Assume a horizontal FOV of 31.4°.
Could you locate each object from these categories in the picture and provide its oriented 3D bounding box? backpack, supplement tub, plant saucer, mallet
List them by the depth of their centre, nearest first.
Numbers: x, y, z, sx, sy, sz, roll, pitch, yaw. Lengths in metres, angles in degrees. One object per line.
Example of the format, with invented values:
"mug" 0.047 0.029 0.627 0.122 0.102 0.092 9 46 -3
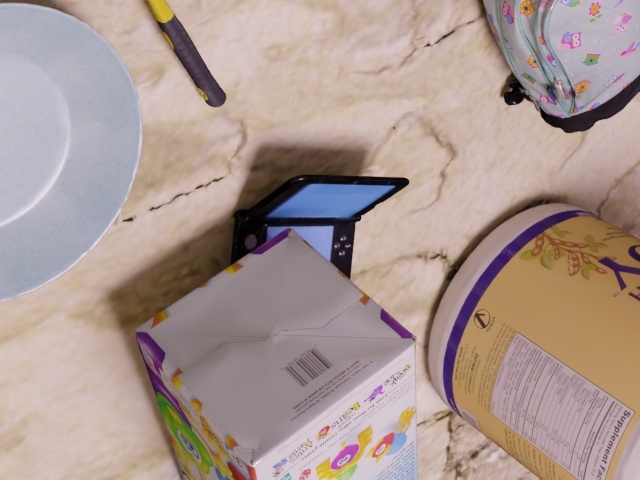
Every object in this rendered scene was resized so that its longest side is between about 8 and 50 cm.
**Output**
"plant saucer" -0.200 -0.053 0.682 0.195 0.037 0.195 -23 129 -31
"mallet" -0.106 -0.150 0.713 0.039 0.062 0.189 -44 152 -10
"backpack" 0.207 -0.185 0.914 0.152 0.115 0.182 -48 136 -3
"supplement tub" 0.287 0.134 1.033 0.241 0.331 0.241 -23 130 -31

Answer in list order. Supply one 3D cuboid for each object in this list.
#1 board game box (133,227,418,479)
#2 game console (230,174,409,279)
"board game box" -0.023 0.152 0.869 0.144 0.142 0.275 -34 145 -22
"game console" 0.000 0.000 0.872 0.122 0.071 0.107 -1 99 -42
